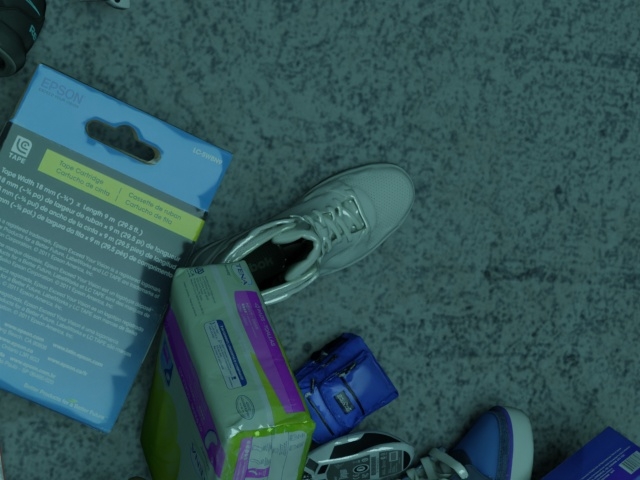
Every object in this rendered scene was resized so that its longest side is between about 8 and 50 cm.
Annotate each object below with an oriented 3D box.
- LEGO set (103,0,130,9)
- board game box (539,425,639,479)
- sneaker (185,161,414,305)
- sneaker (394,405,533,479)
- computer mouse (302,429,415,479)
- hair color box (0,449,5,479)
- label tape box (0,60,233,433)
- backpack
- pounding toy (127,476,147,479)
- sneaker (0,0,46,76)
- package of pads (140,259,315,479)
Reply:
[{"bbox_3d":[-0.271,-0.360,1.785,0.093,0.087,0.227,-6,95,-31],"label":"LEGO set"},{"bbox_3d":[0.240,0.401,1.894,0.347,0.078,0.233,-33,136,-24],"label":"board game box"},{"bbox_3d":[0.000,0.000,1.847,0.292,0.169,0.108,-28,99,-14],"label":"sneaker"},{"bbox_3d":[0.087,0.313,1.909,0.236,0.130,0.323,23,92,-21],"label":"sneaker"},{"bbox_3d":[0.010,0.248,1.865,0.193,0.106,0.042,-10,52,-7],"label":"computer mouse"},{"bbox_3d":[-0.387,0.230,1.810,0.072,0.043,0.141,-8,97,-16],"label":"hair color box"},{"bbox_3d":[-0.275,0.008,1.797,0.240,0.106,0.333,26,86,-15],"label":"label tape box"},{"bbox_3d":[0.016,0.174,1.898,0.120,0.101,0.098,-35,95,-8],"label":"backpack"},{"bbox_3d":[-0.273,0.339,1.806,0.155,0.154,0.269,38,101,-15],"label":"pounding toy"},{"bbox_3d":[-0.414,-0.284,1.760,0.267,0.101,0.106,37,61,-14],"label":"sneaker"},{"bbox_3d":[-0.102,0.204,1.730,0.101,0.229,0.296,-7,139,-21],"label":"package of pads"}]
